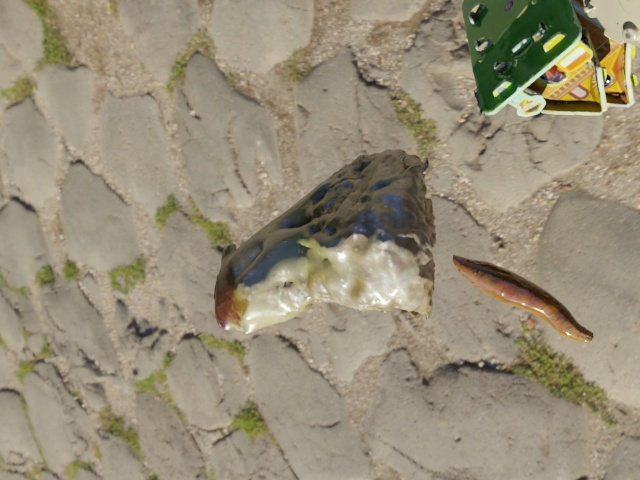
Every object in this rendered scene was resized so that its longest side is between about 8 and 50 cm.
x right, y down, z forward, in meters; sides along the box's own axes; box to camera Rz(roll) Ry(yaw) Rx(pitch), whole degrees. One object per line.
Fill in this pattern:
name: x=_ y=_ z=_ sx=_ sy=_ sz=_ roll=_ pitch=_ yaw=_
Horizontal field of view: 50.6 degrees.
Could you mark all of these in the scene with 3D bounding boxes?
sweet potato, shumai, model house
sweet potato: x=0.338 y=0.091 z=1.132 sx=0.264 sy=0.057 sz=0.057 roll=28 pitch=121 yaw=9
shumai: x=-0.004 y=-0.001 z=0.879 sx=0.283 sy=0.346 sz=0.217 roll=-4 pitch=102 yaw=3
model house: x=0.474 y=-0.355 z=1.143 sx=0.340 sy=0.323 sz=0.300 roll=-40 pitch=41 yaw=43

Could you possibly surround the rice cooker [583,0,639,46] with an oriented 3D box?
rice cooker: x=0.350 y=-0.257 z=0.644 sx=0.206 sy=0.127 sz=0.145 roll=22 pitch=144 yaw=53
